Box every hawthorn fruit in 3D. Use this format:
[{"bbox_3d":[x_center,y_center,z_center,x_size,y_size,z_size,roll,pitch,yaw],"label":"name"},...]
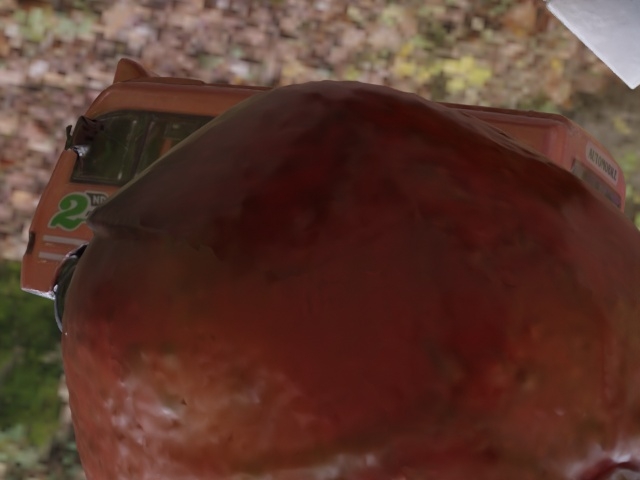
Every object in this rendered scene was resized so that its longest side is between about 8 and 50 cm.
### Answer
[{"bbox_3d":[0.042,0.067,0.756,0.307,0.265,0.265,21,-176,28],"label":"hawthorn fruit"}]

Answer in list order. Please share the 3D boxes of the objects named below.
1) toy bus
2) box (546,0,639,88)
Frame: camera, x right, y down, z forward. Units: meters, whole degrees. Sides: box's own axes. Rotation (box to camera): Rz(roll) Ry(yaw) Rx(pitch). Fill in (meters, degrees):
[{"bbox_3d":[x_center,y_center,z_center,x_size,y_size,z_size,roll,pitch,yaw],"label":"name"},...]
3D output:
[{"bbox_3d":[0.000,0.000,1.220,0.427,0.233,0.203,8,171,27],"label":"toy bus"},{"bbox_3d":[0.136,-0.210,0.838,0.243,0.067,0.155,44,145,-4],"label":"box"}]
